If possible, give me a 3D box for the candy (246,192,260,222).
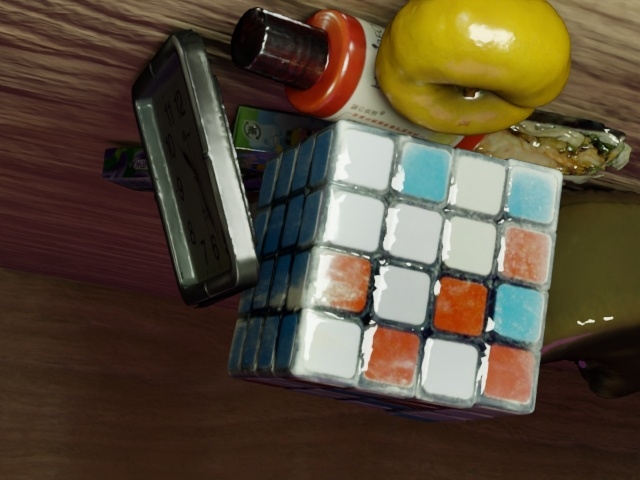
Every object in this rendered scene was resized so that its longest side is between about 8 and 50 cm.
[{"bbox_3d":[0.000,0.000,1.892,0.289,0.214,0.157,-3,168,27],"label":"candy"}]

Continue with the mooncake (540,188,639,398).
[{"bbox_3d":[0.404,0.088,1.955,0.393,0.246,0.394,-1,157,-11],"label":"mooncake"}]

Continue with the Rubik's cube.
[{"bbox_3d":[0.071,0.041,1.367,0.253,0.256,0.259,13,169,-18],"label":"Rubik's cube"}]

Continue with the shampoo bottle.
[{"bbox_3d":[0.039,-0.160,1.294,0.278,0.104,0.104,13,168,-35],"label":"shampoo bottle"}]

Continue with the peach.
[{"bbox_3d":[0.138,-0.162,1.192,0.179,0.103,0.179,1,160,0],"label":"peach"}]

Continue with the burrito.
[{"bbox_3d":[0.168,-0.078,1.557,0.347,0.107,0.175,-18,155,37],"label":"burrito"}]

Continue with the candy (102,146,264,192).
[{"bbox_3d":[-0.159,-0.102,1.864,0.312,0.061,0.088,2,170,29],"label":"candy"}]

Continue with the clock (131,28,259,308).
[{"bbox_3d":[-0.136,-0.070,1.465,0.049,0.279,0.273,-13,177,-20],"label":"clock"}]

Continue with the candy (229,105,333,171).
[{"bbox_3d":[-0.021,-0.118,1.686,0.194,0.062,0.097,8,168,-8],"label":"candy"}]
